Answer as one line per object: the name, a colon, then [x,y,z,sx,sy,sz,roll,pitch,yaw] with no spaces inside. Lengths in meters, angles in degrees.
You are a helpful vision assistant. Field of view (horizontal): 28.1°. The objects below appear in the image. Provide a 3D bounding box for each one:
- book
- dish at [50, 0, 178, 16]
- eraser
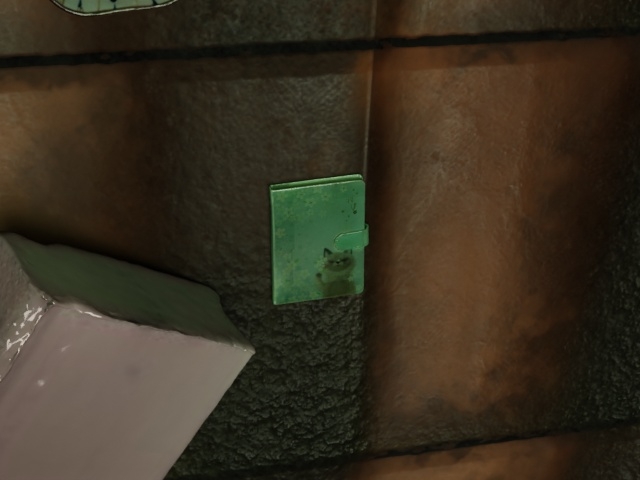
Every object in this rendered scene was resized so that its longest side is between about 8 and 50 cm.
book: [0.000,0.000,1.304,0.103,0.017,0.135,-7,120,-12]
dish: [-0.176,-0.283,1.064,0.191,0.066,0.190,-7,122,-12]
eraser: [-0.270,0.185,1.229,0.272,0.122,0.359,17,114,-47]
